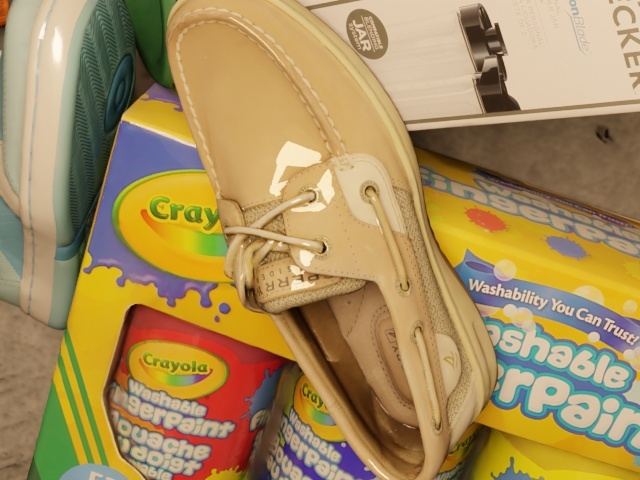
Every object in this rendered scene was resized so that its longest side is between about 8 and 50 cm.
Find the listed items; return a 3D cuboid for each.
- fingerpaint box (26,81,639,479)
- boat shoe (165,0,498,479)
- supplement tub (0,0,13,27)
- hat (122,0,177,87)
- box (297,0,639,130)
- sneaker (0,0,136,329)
[{"bbox_3d":[0.039,0.126,0.811,0.445,0.163,0.371,19,112,-1],"label":"fingerpaint box"},{"bbox_3d":[0.000,0.000,0.616,0.109,0.098,0.302,-17,110,35],"label":"boat shoe"},{"bbox_3d":[-0.271,-0.171,0.706,0.198,0.106,0.106,-19,114,-19],"label":"supplement tub"},{"bbox_3d":[-0.033,-0.212,0.710,0.183,0.173,0.208,-14,145,-15],"label":"hat"},{"bbox_3d":[0.106,-0.135,0.630,0.290,0.169,0.087,-1,118,43],"label":"box"},{"bbox_3d":[-0.238,-0.067,0.727,0.208,0.127,0.319,21,142,-1],"label":"sneaker"}]
